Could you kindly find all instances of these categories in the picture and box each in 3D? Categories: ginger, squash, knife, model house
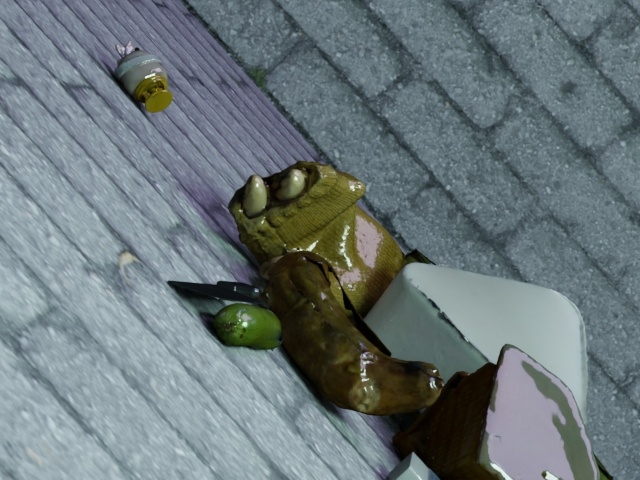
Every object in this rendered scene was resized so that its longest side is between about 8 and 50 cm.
[{"bbox_3d":[0.017,0.117,1.837,0.133,0.107,0.309,-2,39,-35],"label":"ginger"},{"bbox_3d":[-0.075,0.099,1.673,0.052,0.052,0.183,50,5,16],"label":"squash"},{"bbox_3d":[-0.102,0.063,1.711,0.072,0.019,0.245,19,2,15],"label":"knife"},{"bbox_3d":[0.219,0.285,1.879,0.199,0.219,0.229,39,-36,-11],"label":"model house"}]

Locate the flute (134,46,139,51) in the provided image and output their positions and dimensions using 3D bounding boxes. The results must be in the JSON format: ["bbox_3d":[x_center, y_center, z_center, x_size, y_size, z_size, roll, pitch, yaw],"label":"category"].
[{"bbox_3d":[-0.314,-0.298,2.454,0.014,0.014,0.269,47,8,-12],"label":"flute"}]

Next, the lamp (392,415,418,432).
[{"bbox_3d":[0.096,0.232,2.022,0.121,0.041,0.054,50,16,-12],"label":"lamp"}]

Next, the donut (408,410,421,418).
[{"bbox_3d":[0.245,0.229,2.251,0.303,0.110,0.303,23,36,-17],"label":"donut"}]

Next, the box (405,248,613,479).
[{"bbox_3d":[0.297,0.253,2.647,0.373,0.138,0.420,42,9,-37],"label":"box"}]

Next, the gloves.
[{"bbox_3d":[-0.009,0.002,2.079,0.155,0.203,0.356,10,-22,32],"label":"gloves"}]

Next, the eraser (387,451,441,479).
[{"bbox_3d":[0.163,0.348,1.749,0.212,0.046,0.092,48,7,1],"label":"eraser"}]

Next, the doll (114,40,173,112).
[{"bbox_3d":[-0.273,-0.248,2.268,0.127,0.073,0.084,57,-22,28],"label":"doll"}]

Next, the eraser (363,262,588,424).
[{"bbox_3d":[0.246,0.193,2.064,0.331,0.150,0.331,25,30,-16],"label":"eraser"}]
